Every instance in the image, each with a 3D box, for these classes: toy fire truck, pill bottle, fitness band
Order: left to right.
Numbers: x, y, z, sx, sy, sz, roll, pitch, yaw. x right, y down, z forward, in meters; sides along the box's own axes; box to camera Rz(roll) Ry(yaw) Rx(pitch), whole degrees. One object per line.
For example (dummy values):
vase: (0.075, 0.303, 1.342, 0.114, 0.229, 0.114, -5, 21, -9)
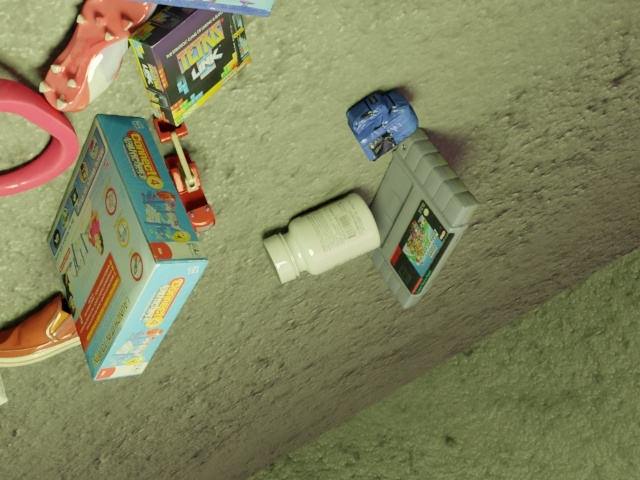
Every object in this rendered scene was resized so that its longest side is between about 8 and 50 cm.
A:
fitness band: (-0.466, -0.131, 1.165, 0.209, 0.054, 0.291, -35, 165, 3)
toy fire truck: (-0.225, -0.109, 1.380, 0.047, 0.192, 0.135, -21, 178, -12)
pill bottle: (0.000, 0.000, 1.750, 0.229, 0.131, 0.131, -24, 151, -8)

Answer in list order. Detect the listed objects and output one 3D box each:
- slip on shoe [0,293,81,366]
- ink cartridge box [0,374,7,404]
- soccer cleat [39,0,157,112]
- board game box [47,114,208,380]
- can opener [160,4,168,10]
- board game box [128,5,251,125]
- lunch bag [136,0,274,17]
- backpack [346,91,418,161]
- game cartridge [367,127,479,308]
slip on shoe: (-0.510, 0.155, 1.601, 0.331, 0.123, 0.101, -18, 117, -10)
ink cartridge box: (-0.750, 0.260, 1.530, 0.198, 0.115, 0.273, -27, 151, -3)
soccer cleat: (-0.295, -0.277, 1.136, 0.248, 0.083, 0.095, -48, 176, 21)
board game box: (-0.324, 0.014, 1.321, 0.086, 0.302, 0.308, -2, 142, -38)
can opener: (-0.199, -0.310, 1.171, 0.059, 0.073, 0.186, -12, 138, -13)
board game box: (-0.176, -0.267, 1.149, 0.170, 0.048, 0.141, -49, 151, -27)
lunch bag: (-0.172, -0.390, 0.964, 0.293, 0.138, 0.221, -11, 146, -36)
backpack: (0.118, -0.223, 1.536, 0.120, 0.098, 0.101, -30, 131, 6)
game cartridge: (0.195, -0.036, 1.760, 0.068, 0.230, 0.355, -12, 146, -27)
